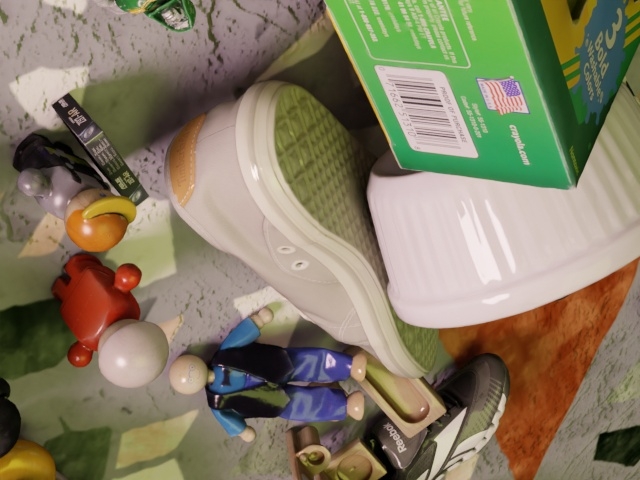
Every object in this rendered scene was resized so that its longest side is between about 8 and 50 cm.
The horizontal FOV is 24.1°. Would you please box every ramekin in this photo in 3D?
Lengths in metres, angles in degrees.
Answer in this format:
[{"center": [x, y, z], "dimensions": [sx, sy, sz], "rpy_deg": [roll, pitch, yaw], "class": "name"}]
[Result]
[{"center": [0.162, -0.045, 1.263], "dimensions": [0.273, 0.273, 0.127], "rpy_deg": [-30, 104, -16], "class": "ramekin"}]

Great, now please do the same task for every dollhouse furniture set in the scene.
[{"center": [0.048, 0.203, 1.492], "dimensions": [0.151, 0.123, 0.144], "rpy_deg": [-37, 112, 9], "class": "dollhouse furniture set"}]

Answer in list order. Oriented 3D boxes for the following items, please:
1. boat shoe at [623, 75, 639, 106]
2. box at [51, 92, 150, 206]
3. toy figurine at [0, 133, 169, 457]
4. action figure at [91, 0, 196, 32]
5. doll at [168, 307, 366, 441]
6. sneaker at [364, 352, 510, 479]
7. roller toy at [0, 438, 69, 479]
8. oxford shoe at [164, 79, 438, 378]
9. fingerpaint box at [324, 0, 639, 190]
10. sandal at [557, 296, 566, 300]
[{"center": [0.256, -0.138, 1.401], "dimensions": [0.127, 0.158, 0.340], "rpy_deg": [-36, 136, -10], "class": "boat shoe"}, {"center": [-0.175, -0.071, 1.193], "dimensions": [0.018, 0.067, 0.083], "rpy_deg": [-38, 137, -7], "class": "box"}, {"center": [-0.235, 0.045, 1.175], "dimensions": [0.213, 0.148, 0.209], "rpy_deg": [-23, 132, -22], "class": "toy figurine"}, {"center": [-0.168, -0.214, 1.067], "dimensions": [0.137, 0.063, 0.232], "rpy_deg": [-25, 143, 30], "class": "action figure"}, {"center": [-0.052, 0.128, 1.427], "dimensions": [0.189, 0.046, 0.129], "rpy_deg": [4, 91, -17], "class": "doll"}, {"center": [0.110, 0.211, 1.612], "dimensions": [0.234, 0.078, 0.106], "rpy_deg": [-50, 139, 8], "class": "sneaker"}, {"center": [-0.281, 0.297, 1.332], "dimensions": [0.191, 0.146, 0.209], "rpy_deg": [-37, 126, -12], "class": "roller toy"}, {"center": [0.000, 0.000, 1.347], "dimensions": [0.130, 0.169, 0.449], "rpy_deg": [-9, 152, 23], "class": "oxford shoe"}, {"center": [0.128, -0.319, 1.053], "dimensions": [0.371, 0.163, 0.445], "rpy_deg": [-61, 144, -28], "class": "fingerpaint box"}, {"center": [0.288, -0.009, 1.617], "dimensions": [0.067, 0.040, 0.179], "rpy_deg": [12, 128, -36], "class": "sandal"}]
